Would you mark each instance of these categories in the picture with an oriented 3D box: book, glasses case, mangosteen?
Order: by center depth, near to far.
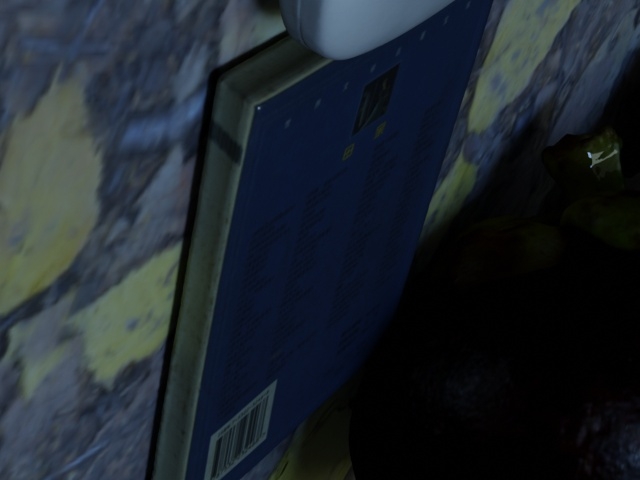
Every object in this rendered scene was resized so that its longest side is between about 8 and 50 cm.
[{"bbox_3d":[0.053,-0.136,0.546,0.193,0.049,0.074,-42,154,-35],"label":"glasses case"},{"bbox_3d":[0.000,0.000,0.662,0.191,0.025,0.269,-38,152,-42],"label":"book"},{"bbox_3d":[0.176,0.122,0.841,0.313,0.297,0.297,-43,155,-21],"label":"mangosteen"}]

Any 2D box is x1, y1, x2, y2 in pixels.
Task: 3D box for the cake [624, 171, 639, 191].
[{"bbox_3d":[0.367,0.048,1.029,0.307,0.293,0.314,-9,142,-50],"label":"cake"}]
